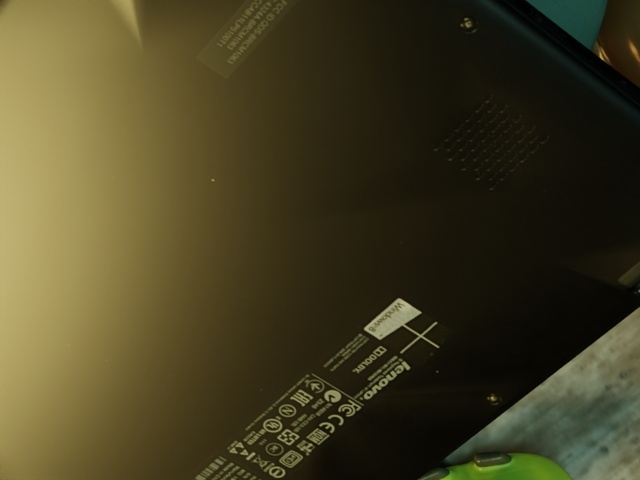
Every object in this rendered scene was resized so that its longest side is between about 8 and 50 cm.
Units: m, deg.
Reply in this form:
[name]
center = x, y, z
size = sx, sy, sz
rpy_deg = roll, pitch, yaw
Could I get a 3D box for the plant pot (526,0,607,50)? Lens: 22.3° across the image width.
[plant pot]
center = -0.004, -0.145, 0.788
size = 0.235, 0.293, 0.293
rpy_deg = 0, 101, -26

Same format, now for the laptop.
[laptop]
center = 0.000, 0.000, 0.729
size = 0.408, 0.236, 0.382
rpy_deg = 33, 123, -21

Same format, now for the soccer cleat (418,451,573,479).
[soccer cleat]
center = 0.041, 0.239, 0.973
size = 0.289, 0.093, 0.121
rpy_deg = -41, 136, -6

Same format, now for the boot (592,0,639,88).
[boot]
center = 0.267, -0.064, 0.882
size = 0.283, 0.220, 0.109
rpy_deg = 47, 49, -7
